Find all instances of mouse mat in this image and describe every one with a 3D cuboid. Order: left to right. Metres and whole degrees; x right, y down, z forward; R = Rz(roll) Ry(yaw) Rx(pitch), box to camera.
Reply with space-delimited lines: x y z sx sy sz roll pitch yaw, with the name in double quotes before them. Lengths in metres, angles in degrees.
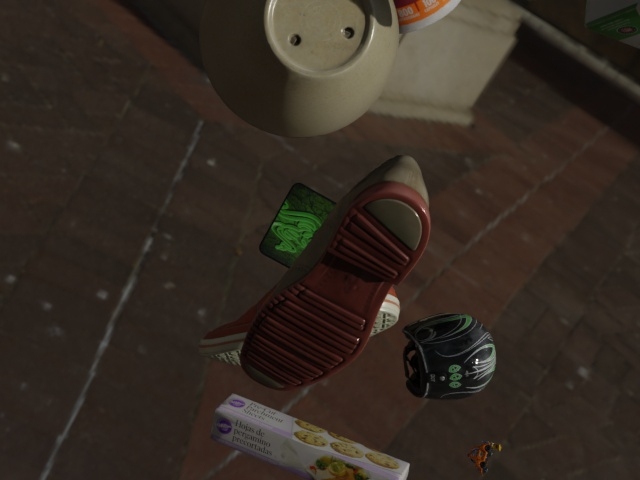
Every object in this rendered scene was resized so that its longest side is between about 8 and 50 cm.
"mouse mat" 0.000 0.000 2.025 0.190 0.152 0.007 29 11 1

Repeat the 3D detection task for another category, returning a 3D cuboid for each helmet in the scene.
"helmet" 0.235 0.207 1.976 0.162 0.169 0.169 -10 40 -17

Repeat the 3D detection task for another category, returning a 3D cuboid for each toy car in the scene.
"toy car" 0.294 0.393 2.003 0.041 0.060 0.122 13 -6 20

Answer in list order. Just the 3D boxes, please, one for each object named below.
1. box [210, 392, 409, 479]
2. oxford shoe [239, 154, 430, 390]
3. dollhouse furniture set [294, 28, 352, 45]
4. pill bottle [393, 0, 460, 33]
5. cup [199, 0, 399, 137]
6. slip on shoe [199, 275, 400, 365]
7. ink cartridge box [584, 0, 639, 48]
"box" -0.019 0.339 1.772 0.324 0.063 0.067 19 22 18
"oxford shoe" 0.023 0.045 1.298 0.123 0.348 0.130 34 33 -11
"dollhouse furniture set" 0.033 -0.373 1.852 0.101 0.182 0.161 23 -8 22
"pill bottle" 0.131 -0.635 2.234 0.392 0.224 0.224 56 5 -39
"cup" -0.018 -0.327 1.718 0.331 0.331 0.237 27 0 -10
"slip on shoe" -0.034 0.099 1.470 0.123 0.331 0.101 20 56 -42
"ink cartridge box" 0.413 -0.254 1.176 0.208 0.086 0.153 13 -13 -28
